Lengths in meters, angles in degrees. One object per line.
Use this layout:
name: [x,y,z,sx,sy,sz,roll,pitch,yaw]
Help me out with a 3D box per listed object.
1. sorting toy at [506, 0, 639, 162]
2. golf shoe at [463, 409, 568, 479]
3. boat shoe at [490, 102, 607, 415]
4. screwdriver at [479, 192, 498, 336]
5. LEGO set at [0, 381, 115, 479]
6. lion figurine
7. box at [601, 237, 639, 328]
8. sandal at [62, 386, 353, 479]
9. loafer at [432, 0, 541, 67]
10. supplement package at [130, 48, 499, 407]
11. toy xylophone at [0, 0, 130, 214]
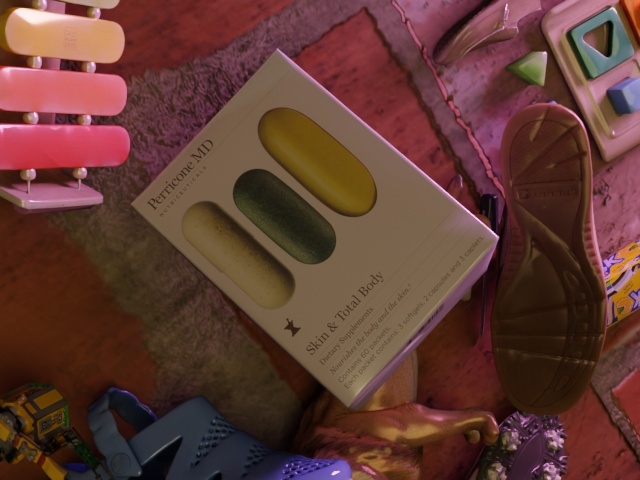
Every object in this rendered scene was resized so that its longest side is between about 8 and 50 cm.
sorting toy: [0.367,-0.212,1.245,0.348,0.047,0.196,-31,107,-10]
golf shoe: [0.186,0.302,1.257,0.105,0.120,0.273,41,64,-13]
boat shoe: [0.249,0.017,1.204,0.123,0.123,0.342,-2,100,13]
screwdriver: [0.185,0.029,1.250,0.025,0.024,0.169,9,105,11]
LEGO set: [-0.279,0.308,0.984,0.255,0.192,0.331,-35,86,22]
lion figurine: [0.061,0.128,1.182,0.240,0.142,0.392,-3,86,-9]
box: [0.355,0.049,1.280,0.169,0.059,0.054,-29,105,-10]
sandal: [-0.124,0.219,1.088,0.317,0.126,0.138,0,84,13]
loafer: [0.185,-0.231,1.181,0.148,0.056,0.050,-41,102,-7]
supplement package: [0.000,0.000,1.037,0.263,0.198,0.199,42,86,10]
toy xylophone: [-0.266,-0.179,0.986,0.236,0.081,0.322,-23,120,-59]
